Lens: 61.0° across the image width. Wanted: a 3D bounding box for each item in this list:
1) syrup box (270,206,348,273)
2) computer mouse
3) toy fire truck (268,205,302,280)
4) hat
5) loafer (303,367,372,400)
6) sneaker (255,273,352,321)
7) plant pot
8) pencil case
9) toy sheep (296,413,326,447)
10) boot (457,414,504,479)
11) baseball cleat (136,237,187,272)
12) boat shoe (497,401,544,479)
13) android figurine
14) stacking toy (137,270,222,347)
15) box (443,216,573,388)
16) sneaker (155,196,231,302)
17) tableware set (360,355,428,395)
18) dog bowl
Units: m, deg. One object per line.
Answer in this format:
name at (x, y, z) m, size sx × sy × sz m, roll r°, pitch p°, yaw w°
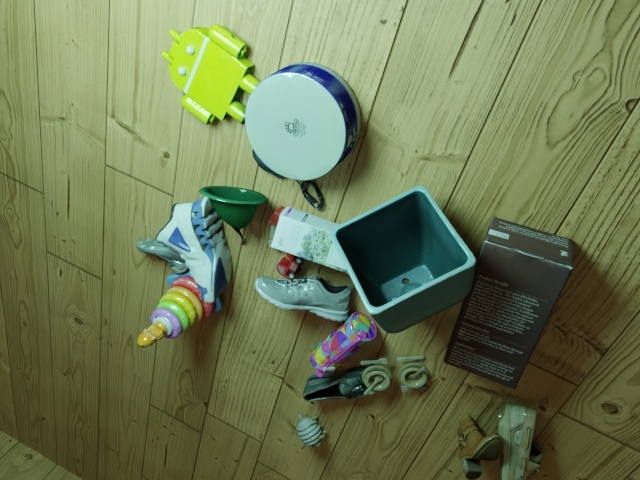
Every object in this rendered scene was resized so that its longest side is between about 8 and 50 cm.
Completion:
syrup box at (0.000, 0.000, 1.418) m, size 0.237 × 0.096 × 0.093 m, roll 19°, pitch 111°, yaw 3°
computer mouse at (-0.087, -0.166, 1.429) m, size 0.242 × 0.041 × 0.071 m, roll 41°, pitch 126°, yaw -2°
toy fire truck at (-0.099, 0.012, 1.533) m, size 0.135 × 0.047 × 0.192 m, roll 31°, pitch 127°, yaw 6°
hat at (-0.236, -0.041, 1.471) m, size 0.173 × 0.208 × 0.183 m, roll 25°, pitch 112°, yaw 41°
loafer at (0.065, 0.464, 1.694) m, size 0.267 × 0.084 × 0.096 m, roll -15°, pitch 111°, yaw 31°
sneaker at (-0.043, 0.135, 1.533) m, size 0.281 × 0.105 × 0.115 m, roll 14°, pitch 110°, yaw -14°
plant pot at (0.201, 0.076, 1.279) m, size 0.248 × 0.247 × 0.252 m, roll -26°, pitch 144°, yaw 1°
pencil case at (0.065, 0.308, 1.597) m, size 0.104 × 0.104 × 0.236 m, roll 39°, pitch 126°, yaw 0°
toy sheep at (-0.037, 0.647, 1.851) m, size 0.091 × 0.091 × 0.132 m, roll -30°, pitch 89°, yaw 35°
boot at (0.439, 0.556, 1.535) m, size 0.073 × 0.152 × 0.197 m, roll 16°, pitch 125°, yaw -10°
baseball cleat at (-0.490, 0.052, 1.724) m, size 0.206 × 0.072 × 0.109 m, roll 8°, pitch 120°, yaw 22°
boat shoe at (0.567, 0.611, 1.523) m, size 0.110 × 0.121 × 0.341 m, roll -1°, pitch 116°, yaw 27°
android figurine at (-0.276, -0.419, 1.364) m, size 0.273 × 0.056 × 0.248 m, roll 38°, pitch 127°, yaw -1°
stacking toy at (-0.454, 0.233, 1.668) m, size 0.175 × 0.302 × 0.166 m, roll -11°, pitch 112°, yaw 29°
box at (0.442, 0.154, 1.309) m, size 0.191 × 0.143 × 0.381 m, roll 19°, pitch 126°, yaw 15°
sneaker at (-0.380, 0.017, 1.618) m, size 0.182 × 0.127 × 0.315 m, roll 2°, pitch 112°, yaw 19°
tableware set at (0.218, 0.403, 1.584) m, size 0.194 × 0.039 × 0.128 m, roll -7°, pitch 116°, yaw 9°
dog bowl at (-0.043, -0.282, 1.302) m, size 0.265 × 0.104 × 0.265 m, roll 11°, pitch 121°, yaw 19°
